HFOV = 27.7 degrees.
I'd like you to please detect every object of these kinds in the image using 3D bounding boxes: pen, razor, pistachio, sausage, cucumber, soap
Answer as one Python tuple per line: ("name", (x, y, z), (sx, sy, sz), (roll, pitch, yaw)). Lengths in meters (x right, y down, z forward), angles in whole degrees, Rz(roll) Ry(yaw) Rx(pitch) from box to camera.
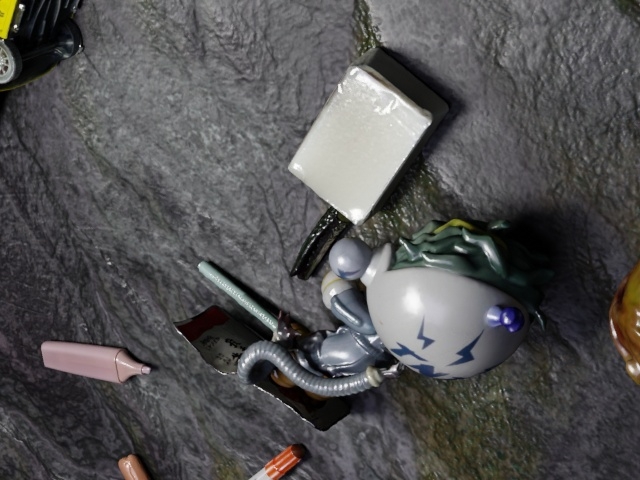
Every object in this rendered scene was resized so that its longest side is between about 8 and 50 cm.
("pen", (-0.099, 0.355, 1.856), (0.028, 0.028, 0.239), (48, 126, 3))
("razor", (-0.084, 0.096, 1.719), (0.211, 0.084, 0.036), (44, 109, 18))
("pistachio", (0.385, 0.083, 1.399), (0.165, 0.130, 0.210), (5, 105, 31))
("sausage", (-0.274, 0.361, 1.955), (0.034, 0.034, 0.083), (-24, 97, 35))
("cucumber", (-0.001, -0.001, 1.640), (0.135, 0.033, 0.034), (-50, 45, 35))
("pen", (-0.327, 0.177, 1.907), (0.197, 0.032, 0.053), (7, 113, 30))
("soap", (0.053, -0.121, 1.537), (0.121, 0.064, 0.183), (40, 125, 8))

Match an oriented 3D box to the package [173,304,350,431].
("package", (-0.075, 0.167, 1.684), (0.239, 0.154, 0.030), (33, 103, 12))

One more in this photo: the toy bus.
("toy bus", (-0.367, -0.355, 1.627), (0.152, 0.144, 0.330), (34, 123, 13))

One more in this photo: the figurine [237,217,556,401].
("figurine", (0.102, 0.086, 1.525), (0.382, 0.261, 0.186), (-25, 61, 46))
